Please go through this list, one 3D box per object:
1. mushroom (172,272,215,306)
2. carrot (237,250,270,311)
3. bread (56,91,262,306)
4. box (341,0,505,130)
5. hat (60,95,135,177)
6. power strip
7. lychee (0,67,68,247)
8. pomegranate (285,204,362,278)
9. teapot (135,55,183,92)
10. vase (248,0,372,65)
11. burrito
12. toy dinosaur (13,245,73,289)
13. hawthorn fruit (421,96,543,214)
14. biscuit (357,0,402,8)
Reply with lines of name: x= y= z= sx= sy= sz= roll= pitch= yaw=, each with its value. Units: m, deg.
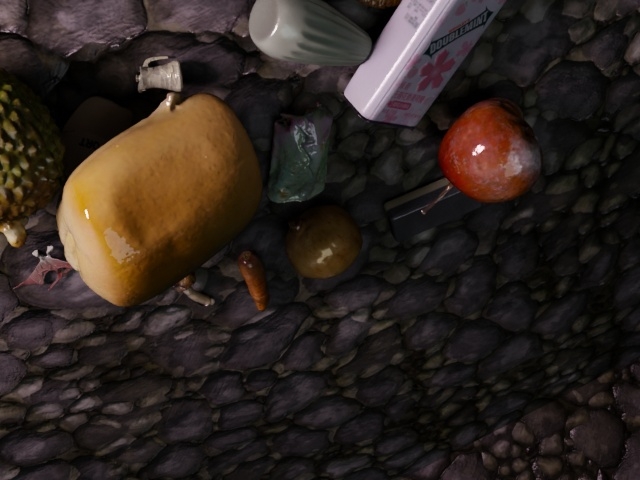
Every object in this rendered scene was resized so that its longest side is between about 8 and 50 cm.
mushroom: x=-0.309 y=0.114 z=1.794 sx=0.060 sy=0.061 sz=0.187 roll=-15 pitch=152 yaw=8
carrot: x=-0.159 y=0.110 z=1.857 sx=0.059 sy=0.059 sz=0.248 roll=-20 pitch=141 yaw=-7
bread: x=-0.293 y=-0.058 z=1.369 sx=0.376 sy=0.253 sz=0.348 roll=-35 pitch=171 yaw=-28
box: x=0.207 y=-0.391 z=1.456 sx=0.190 sy=0.112 sz=0.370 roll=1 pitch=135 yaw=-47
hat: x=-0.421 y=-0.184 z=1.391 sx=0.147 sy=0.085 sz=0.175 roll=18 pitch=125 yaw=-37
power strip: x=0.288 y=-0.091 z=1.858 sx=0.256 sy=0.070 sz=0.105 roll=-22 pitch=141 yaw=-2
lychee: x=-0.565 y=-0.138 z=1.239 sx=0.269 sy=0.270 sz=0.320 roll=11 pitch=109 yaw=-35
pomegranate: x=0.000 y=0.000 z=1.737 sx=0.196 sy=0.196 sz=0.196 roll=-14 pitch=138 yaw=-13
teapot: x=-0.297 y=-0.303 z=1.358 sx=0.083 sy=0.057 sz=0.067 roll=-9 pitch=99 yaw=-13
vase: x=-0.009 y=-0.382 z=1.371 sx=0.248 sy=0.128 sz=0.128 roll=5 pitch=132 yaw=-43
burrito: x=-0.041 y=-0.181 z=1.587 sx=0.143 sy=0.089 sz=0.229 roll=-12 pitch=139 yaw=-19
toy dinosaur: x=-0.578 y=0.057 z=1.607 sx=0.220 sy=0.032 sz=0.108 roll=-20 pitch=143 yaw=8
hawthorn fruit: x=0.378 y=-0.206 z=1.681 sx=0.235 sy=0.262 sz=0.231 roll=-47 pitch=133 yaw=-42
biscuit: x=0.125 y=-0.516 z=1.362 sx=0.187 sy=0.027 sz=0.188 roll=-15 pitch=139 yaw=-14
